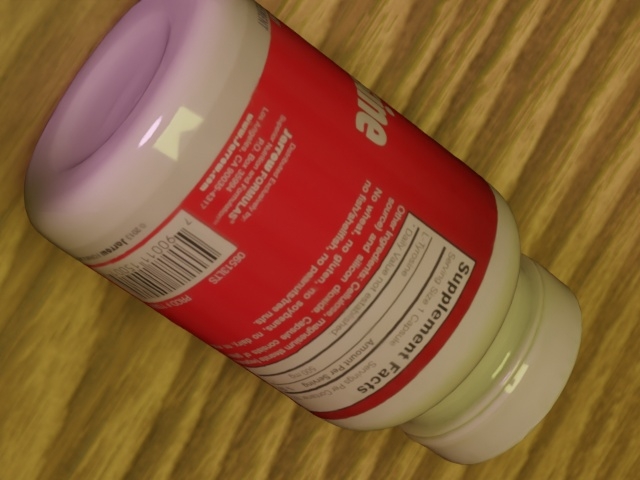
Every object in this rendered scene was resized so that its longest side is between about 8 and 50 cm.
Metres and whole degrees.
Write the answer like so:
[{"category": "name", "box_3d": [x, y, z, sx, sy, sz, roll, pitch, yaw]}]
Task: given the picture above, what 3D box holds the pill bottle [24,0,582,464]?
[{"category": "pill bottle", "box_3d": [0.000, 0.000, 1.308, 0.407, 0.229, 0.229, 36, 88, -25]}]
